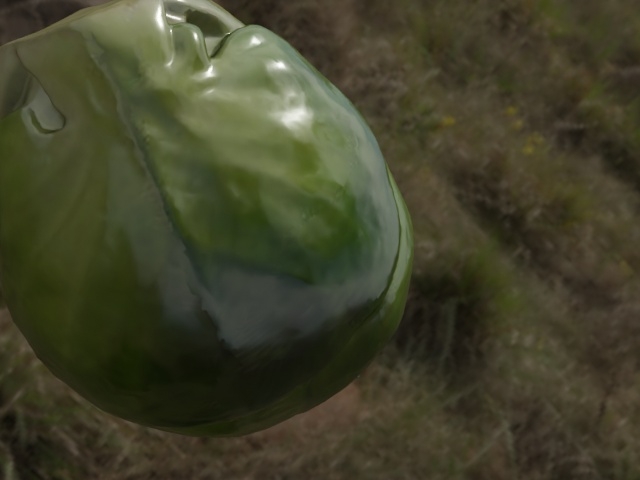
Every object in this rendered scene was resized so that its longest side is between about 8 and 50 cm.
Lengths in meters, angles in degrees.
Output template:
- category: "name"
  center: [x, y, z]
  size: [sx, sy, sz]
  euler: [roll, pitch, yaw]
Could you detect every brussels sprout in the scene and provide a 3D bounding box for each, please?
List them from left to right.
- category: "brussels sprout"
  center: [-0.093, -0.019, 0.931]
  size: [0.354, 0.289, 0.281]
  euler: [63, -3, -27]
